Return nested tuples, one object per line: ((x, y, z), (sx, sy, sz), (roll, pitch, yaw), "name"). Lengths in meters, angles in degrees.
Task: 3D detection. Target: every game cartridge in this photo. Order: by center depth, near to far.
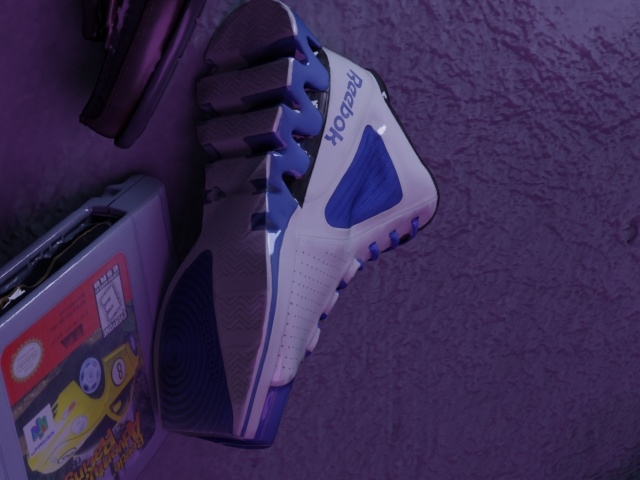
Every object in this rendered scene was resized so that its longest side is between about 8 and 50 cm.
((-0.177, 0.103, 0.883), (0.294, 0.060, 0.196), (-48, 142, -51), "game cartridge")

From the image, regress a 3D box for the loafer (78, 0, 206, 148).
((-0.106, -0.213, 0.857), (0.095, 0.109, 0.302), (22, 95, -16), "loafer")

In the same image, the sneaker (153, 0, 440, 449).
((0.000, -0.001, 0.952), (0.182, 0.127, 0.315), (15, 81, -39), "sneaker")
